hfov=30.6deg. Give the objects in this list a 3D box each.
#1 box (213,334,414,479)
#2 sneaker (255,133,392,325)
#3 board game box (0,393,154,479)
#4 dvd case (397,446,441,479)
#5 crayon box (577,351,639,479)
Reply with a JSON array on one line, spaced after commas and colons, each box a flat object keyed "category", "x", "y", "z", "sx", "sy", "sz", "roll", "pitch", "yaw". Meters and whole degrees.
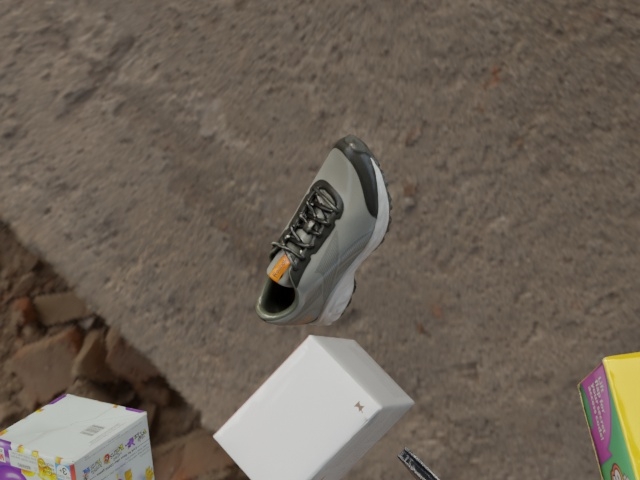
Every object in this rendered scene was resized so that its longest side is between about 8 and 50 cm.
[{"category": "box", "x": -0.001, "y": 0.164, "z": 1.077, "sx": 0.130, "sy": 0.170, "sz": 0.091, "roll": -46, "pitch": 75, "yaw": 5}, {"category": "sneaker", "x": 0.000, "y": 0.000, "z": 1.355, "sx": 0.108, "sy": 0.100, "sz": 0.271, "roll": -9, "pitch": 134, "yaw": -37}, {"category": "board game box", "x": -0.302, "y": 0.358, "z": 1.488, "sx": 0.142, "sy": 0.144, "sz": 0.275, "roll": 7, "pitch": 111, "yaw": 30}, {"category": "dvd case", "x": 0.172, "y": 0.298, "z": 1.157, "sx": 0.018, "sy": 0.164, "sz": 0.221, "roll": -45, "pitch": 65, "yaw": -7}, {"category": "crayon box", "x": 0.458, "y": 0.278, "z": 1.156, "sx": 0.313, "sy": 0.106, "sz": 0.363, "roll": -8, "pitch": 67, "yaw": -7}]
